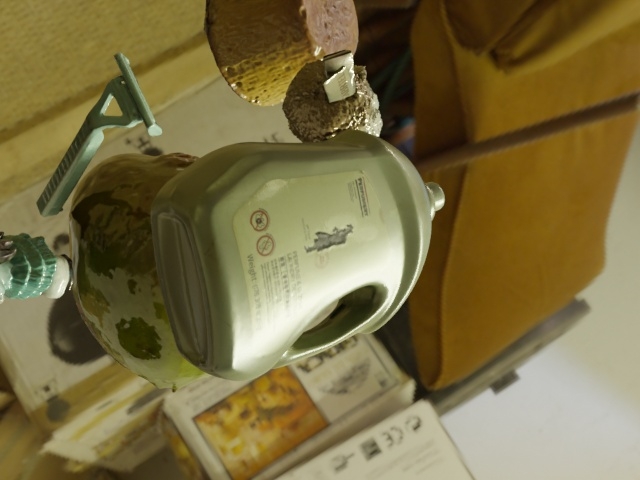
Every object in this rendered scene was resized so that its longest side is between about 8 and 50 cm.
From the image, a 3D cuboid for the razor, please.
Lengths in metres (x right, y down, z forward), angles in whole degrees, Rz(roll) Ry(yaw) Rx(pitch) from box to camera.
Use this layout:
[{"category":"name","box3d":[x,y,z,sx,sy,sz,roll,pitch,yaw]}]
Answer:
[{"category":"razor","box3d":[-0.305,-0.112,1.277,0.056,0.111,0.278,-9,156,-47]}]

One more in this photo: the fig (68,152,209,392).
[{"category":"fig","box3d":[-0.210,0.042,1.437,0.343,0.343,0.343,-31,164,-10]}]

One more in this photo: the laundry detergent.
[{"category":"laundry detergent","box3d":[0.000,0.000,0.780,0.253,0.181,0.091,-19,-162,-34]}]

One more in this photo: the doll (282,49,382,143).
[{"category":"doll","box3d":[0.015,-0.151,1.132,0.115,0.105,0.221,1,180,3]}]

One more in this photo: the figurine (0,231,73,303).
[{"category":"figurine","box3d":[-0.397,0.029,1.172,0.138,0.110,0.245,7,178,30]}]

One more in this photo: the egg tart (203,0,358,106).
[{"category":"egg tart","box3d":[-0.052,-0.306,1.411,0.171,0.215,0.215,-9,180,34]}]
